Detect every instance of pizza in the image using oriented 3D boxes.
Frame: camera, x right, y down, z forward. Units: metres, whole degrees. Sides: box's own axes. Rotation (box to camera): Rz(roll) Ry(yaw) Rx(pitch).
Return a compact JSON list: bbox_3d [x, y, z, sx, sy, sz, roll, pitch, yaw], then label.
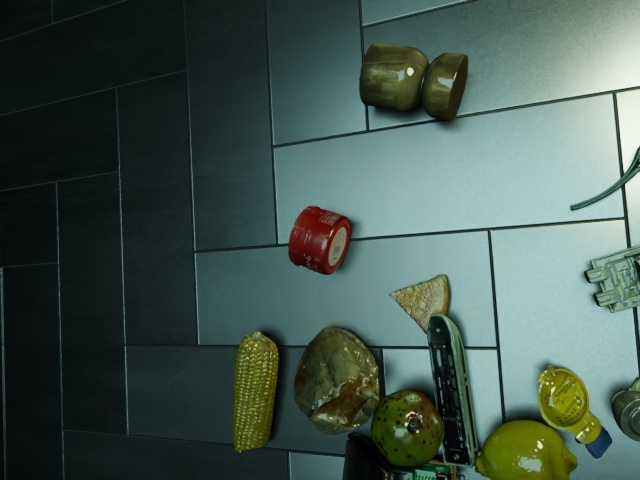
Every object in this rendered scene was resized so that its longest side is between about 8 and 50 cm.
[{"bbox_3d":[0.286,0.188,1.427,0.176,0.036,0.184,1,90,24],"label":"pizza"}]

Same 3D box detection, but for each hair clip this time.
[{"bbox_3d":[0.748,-0.146,1.253,0.229,0.039,0.070,-43,75,16],"label":"hair clip"}]

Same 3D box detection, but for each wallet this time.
[{"bbox_3d":[0.124,0.699,1.374,0.071,0.262,0.221,9,90,-19],"label":"wallet"}]

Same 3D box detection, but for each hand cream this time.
[{"bbox_3d":[0.000,0.000,1.466,0.125,0.193,0.193,18,95,23],"label":"hand cream"}]

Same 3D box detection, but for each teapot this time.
[{"bbox_3d":[0.763,0.397,1.186,0.111,0.108,0.149,3,98,4],"label":"teapot"}]

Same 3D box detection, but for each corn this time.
[{"bbox_3d":[-0.208,0.486,1.561,0.144,0.144,0.387,2,92,22],"label":"corn"}]

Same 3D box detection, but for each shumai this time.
[{"bbox_3d":[0.031,0.396,1.385,0.267,0.262,0.314,-9,75,8],"label":"shumai"}]

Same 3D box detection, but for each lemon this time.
[{"bbox_3d":[0.516,0.556,1.246,0.248,0.184,0.184,-15,83,24],"label":"lemon"}]

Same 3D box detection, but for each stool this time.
[{"bbox_3d":[0.262,-0.450,1.384,0.264,0.179,0.179,18,95,22],"label":"stool"}]

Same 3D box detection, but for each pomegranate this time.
[{"bbox_3d":[0.244,0.517,1.323,0.198,0.246,0.198,-19,39,16],"label":"pomegranate"}]

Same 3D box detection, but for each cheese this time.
[{"bbox_3d":[0.642,0.436,1.247,0.156,0.064,0.250,-35,84,-18],"label":"cheese"}]

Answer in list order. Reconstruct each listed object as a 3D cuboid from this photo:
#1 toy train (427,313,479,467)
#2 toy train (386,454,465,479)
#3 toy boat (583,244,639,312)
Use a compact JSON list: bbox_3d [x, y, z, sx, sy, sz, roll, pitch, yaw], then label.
[{"bbox_3d":[0.369,0.403,1.354,0.086,0.088,0.407,-11,84,41],"label":"toy train"},{"bbox_3d":[0.281,0.655,1.358,0.228,0.136,0.091,0,88,24],"label":"toy train"},{"bbox_3d":[0.824,0.070,1.185,0.319,0.092,0.141,-21,82,19],"label":"toy boat"}]
